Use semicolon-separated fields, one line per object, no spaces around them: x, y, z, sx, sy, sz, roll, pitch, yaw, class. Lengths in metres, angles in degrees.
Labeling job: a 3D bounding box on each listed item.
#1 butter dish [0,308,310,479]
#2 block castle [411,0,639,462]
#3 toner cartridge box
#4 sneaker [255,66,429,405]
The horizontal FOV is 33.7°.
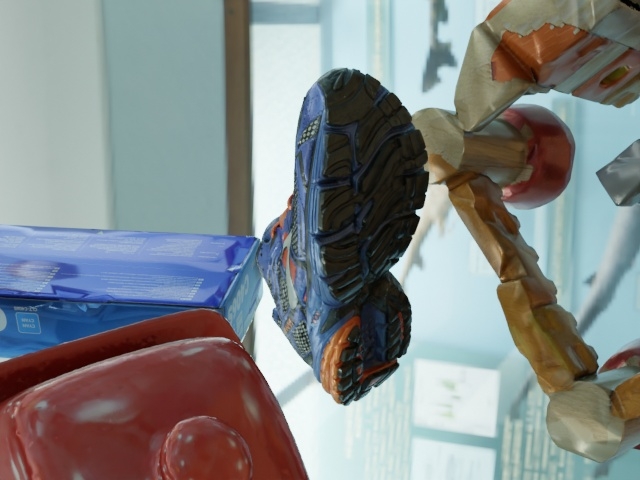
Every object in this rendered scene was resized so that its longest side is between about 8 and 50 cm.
-0.063;0.100;0.420;0.160;0.118;0.160;-14;-105;-32;butter dish
0.301;-0.079;0.683;0.212;0.453;0.303;-2;-121;-53;block castle
-0.245;0.053;1.072;0.165;0.347;0.075;-68;-21;-63;toner cartridge box
0.000;0.000;0.590;0.083;0.087;0.221;-33;-38;-35;sneaker
